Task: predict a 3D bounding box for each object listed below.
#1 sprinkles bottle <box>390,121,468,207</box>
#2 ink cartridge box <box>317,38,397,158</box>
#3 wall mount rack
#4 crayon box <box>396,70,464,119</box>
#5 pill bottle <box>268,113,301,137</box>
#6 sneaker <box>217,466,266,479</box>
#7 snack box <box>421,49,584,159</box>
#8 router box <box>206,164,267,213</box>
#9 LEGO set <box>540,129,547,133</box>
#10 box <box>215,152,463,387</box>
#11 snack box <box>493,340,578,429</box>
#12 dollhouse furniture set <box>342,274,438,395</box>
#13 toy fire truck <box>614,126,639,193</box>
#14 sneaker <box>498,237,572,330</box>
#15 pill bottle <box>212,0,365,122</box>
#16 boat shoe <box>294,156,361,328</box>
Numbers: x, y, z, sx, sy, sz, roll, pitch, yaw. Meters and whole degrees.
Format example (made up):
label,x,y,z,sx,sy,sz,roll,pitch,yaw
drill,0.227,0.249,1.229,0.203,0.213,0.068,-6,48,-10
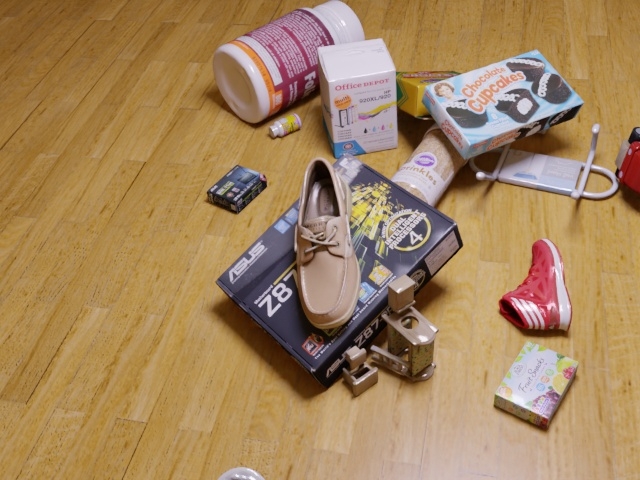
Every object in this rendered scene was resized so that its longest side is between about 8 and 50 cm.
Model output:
label,x,y,z,sx,sy,sz,roll,pitch,yaw
sprinkles bottle,0.235,-0.139,1.709,0.121,0.121,0.355,19,49,25
ink cartridge box,0.093,-0.358,1.875,0.171,0.233,0.168,-10,43,-4
wall mount rack,0.499,-0.169,1.702,0.350,0.130,0.304,13,47,21
crayon box,0.298,-0.368,1.870,0.202,0.081,0.318,-4,21,-13
pill bottle,-0.095,-0.303,1.977,0.083,0.043,0.043,-27,47,-20
sneaker,-0.052,0.485,1.093,0.126,0.127,0.321,-26,71,-11
snack box,0.416,-0.317,1.708,0.322,0.060,0.187,-22,63,-19
router box,-0.201,-0.126,1.806,0.092,0.038,0.122,21,50,27
LEGO set,0.506,-0.371,1.971,0.244,0.060,0.182,20,45,26
box,0.034,0.046,1.477,0.395,0.097,0.318,-44,52,-10
snack box,0.386,0.255,1.332,0.100,0.037,0.141,22,50,28
dollhouse furniture set,0.125,0.187,1.330,0.161,0.182,0.101,-30,48,-24
toy fire truck,0.768,-0.111,1.600,0.217,0.158,0.246,7,35,-3
sneaker,0.415,0.082,1.479,0.128,0.087,0.221,-2,42,3
pill bottle,-0.080,-0.504,2.059,0.392,0.224,0.224,-34,50,-26
boat shoe,0.000,0.000,1.391,0.121,0.110,0.341,-13,55,14
